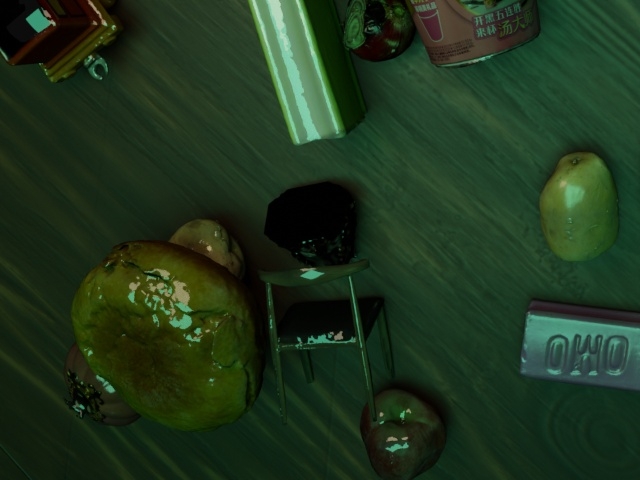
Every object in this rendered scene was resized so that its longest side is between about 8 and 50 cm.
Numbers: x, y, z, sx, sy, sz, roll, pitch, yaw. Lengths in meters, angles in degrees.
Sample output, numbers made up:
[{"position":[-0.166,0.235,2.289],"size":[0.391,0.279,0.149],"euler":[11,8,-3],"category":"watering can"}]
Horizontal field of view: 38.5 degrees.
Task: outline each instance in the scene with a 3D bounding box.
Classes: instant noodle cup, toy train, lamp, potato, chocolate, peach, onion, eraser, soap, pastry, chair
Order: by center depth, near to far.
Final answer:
[{"position":[0.201,-0.388,1.293],"size":[0.244,0.244,0.255],"euler":[-12,109,19],"category":"instant noodle cup"},{"position":[-0.018,-0.294,1.379],"size":[0.092,0.210,0.274],"euler":[-15,103,18],"category":"eraser"},{"position":[0.390,-0.046,1.386],"size":[0.109,0.118,0.178],"euler":[19,130,47],"category":"potato"},{"position":[0.092,-0.328,1.393],"size":[0.119,0.118,0.117],"euler":[7,92,14],"category":"onion"},{"position":[0.424,0.168,1.458],"size":[0.203,0.065,0.122],"euler":[5,107,14],"category":"soap"},{"position":[-0.468,-0.409,1.461],"size":[0.163,0.231,0.369],"euler":[-34,95,18],"category":"toy train"},{"position":[-0.244,0.159,1.478],"size":[0.356,0.164,0.356],"euler":[10,124,16],"category":"pastry"},{"position":[0.000,0.000,1.510],"size":[0.156,0.156,0.133],"euler":[-8,131,18],"category":"chocolate"},{"position":[0.012,0.144,1.514],"size":[0.188,0.166,0.272],"euler":[-5,108,17],"category":"chair"},{"position":[0.132,0.341,1.555],"size":[0.152,0.152,0.152],"euler":[4,106,15],"category":"peach"},{"position":[-0.204,0.069,1.585],"size":[0.161,0.128,0.234],"euler":[16,114,28],"category":"potato"},{"position":[-0.393,0.258,1.665],"size":[0.182,0.140,0.182],"euler":[21,128,30],"category":"lamp"}]
